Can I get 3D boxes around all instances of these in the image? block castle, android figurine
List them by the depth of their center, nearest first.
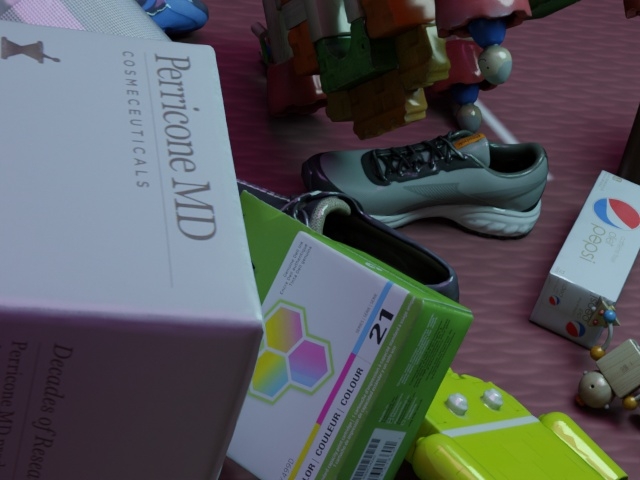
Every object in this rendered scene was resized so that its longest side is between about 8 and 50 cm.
[{"bbox_3d":[0.163,0.192,1.277,0.273,0.056,0.248,44,23,29],"label":"android figurine"},{"bbox_3d":[0.145,-0.227,1.544,0.303,0.453,0.213,-9,87,-27],"label":"block castle"}]

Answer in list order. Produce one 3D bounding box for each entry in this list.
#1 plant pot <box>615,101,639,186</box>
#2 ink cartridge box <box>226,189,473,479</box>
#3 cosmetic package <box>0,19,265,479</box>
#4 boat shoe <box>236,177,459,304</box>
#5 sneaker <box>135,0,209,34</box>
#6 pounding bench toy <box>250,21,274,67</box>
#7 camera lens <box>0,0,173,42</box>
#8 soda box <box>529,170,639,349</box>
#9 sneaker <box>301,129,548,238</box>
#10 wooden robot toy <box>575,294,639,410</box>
[{"bbox_3d":[0.416,-0.108,1.696,0.167,0.165,0.167,10,39,-8],"label":"plant pot"},{"bbox_3d":[-0.034,0.082,1.228,0.255,0.189,0.097,29,6,32],"label":"ink cartridge box"},{"bbox_3d":[-0.282,0.051,1.116,0.393,0.327,0.329,5,40,-16],"label":"cosmetic package"},{"bbox_3d":[0.000,0.000,1.338,0.285,0.092,0.103,29,46,19],"label":"boat shoe"},{"bbox_3d":[-0.223,-0.242,1.716,0.209,0.069,0.082,2,72,-31],"label":"sneaker"},{"bbox_3d":[-0.047,-0.222,1.742,0.083,0.065,0.052,-8,44,-29],"label":"pounding bench toy"},{"bbox_3d":[-0.254,-0.151,1.413,0.274,0.219,0.219,48,45,8],"label":"camera lens"},{"bbox_3d":[0.288,0.015,1.576,0.074,0.069,0.216,25,38,10],"label":"soda box"},{"bbox_3d":[0.111,-0.073,1.588,0.271,0.108,0.100,2,43,-16],"label":"sneaker"},{"bbox_3d":[0.283,0.140,1.439,0.173,0.079,0.076,59,12,20],"label":"wooden robot toy"}]
